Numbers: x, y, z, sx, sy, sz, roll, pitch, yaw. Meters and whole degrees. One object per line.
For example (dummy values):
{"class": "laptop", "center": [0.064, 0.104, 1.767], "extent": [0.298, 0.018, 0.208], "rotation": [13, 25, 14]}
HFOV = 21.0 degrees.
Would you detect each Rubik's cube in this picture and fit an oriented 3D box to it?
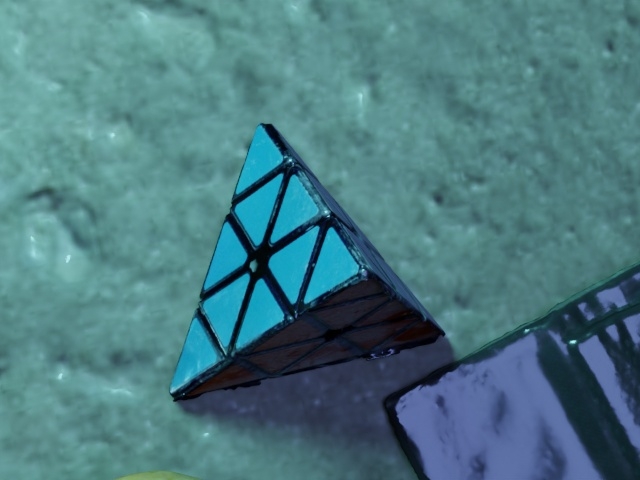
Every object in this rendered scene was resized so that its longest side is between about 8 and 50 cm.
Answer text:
{"class": "Rubik's cube", "center": [0.000, 0.000, 1.247], "extent": [0.190, 0.211, 0.178], "rotation": [9, 59, -47]}

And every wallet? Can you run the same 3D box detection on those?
{"class": "wallet", "center": [0.238, 0.156, 1.302], "extent": [0.323, 0.041, 0.247], "rotation": [-27, 90, -11]}

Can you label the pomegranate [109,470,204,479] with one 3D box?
{"class": "pomegranate", "center": [-0.105, 0.247, 1.125], "extent": [0.191, 0.191, 0.191], "rotation": [1, 86, -16]}
